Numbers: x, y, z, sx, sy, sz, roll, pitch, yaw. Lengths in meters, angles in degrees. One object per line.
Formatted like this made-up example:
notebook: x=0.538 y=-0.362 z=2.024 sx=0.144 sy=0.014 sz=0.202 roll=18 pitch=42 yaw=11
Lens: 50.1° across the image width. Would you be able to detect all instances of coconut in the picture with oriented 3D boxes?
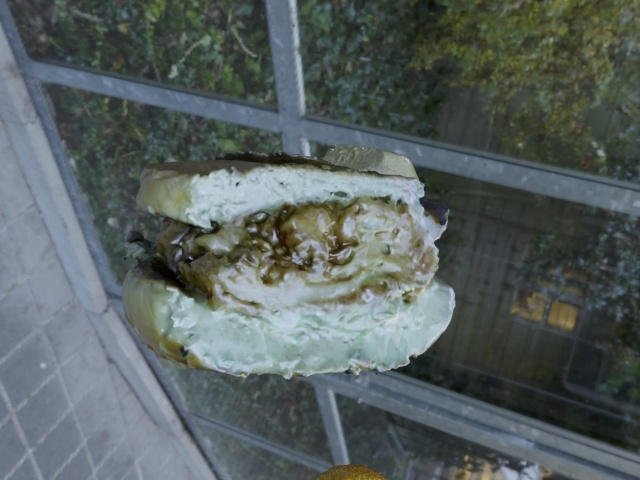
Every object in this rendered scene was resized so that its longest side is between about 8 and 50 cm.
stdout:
coconut: x=0.068 y=-0.048 z=1.074 sx=0.194 sy=0.194 sz=0.195 roll=16 pitch=90 yaw=-71

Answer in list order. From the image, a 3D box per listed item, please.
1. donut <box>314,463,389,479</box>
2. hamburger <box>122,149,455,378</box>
donut: x=0.052 y=0.501 z=1.128 sx=0.118 sy=0.253 sz=0.254 roll=-24 pitch=-138 yaw=67
hamburger: x=-0.040 y=0.007 z=0.698 sx=0.277 sy=0.317 sz=0.195 roll=-159 pitch=-109 yaw=-67
